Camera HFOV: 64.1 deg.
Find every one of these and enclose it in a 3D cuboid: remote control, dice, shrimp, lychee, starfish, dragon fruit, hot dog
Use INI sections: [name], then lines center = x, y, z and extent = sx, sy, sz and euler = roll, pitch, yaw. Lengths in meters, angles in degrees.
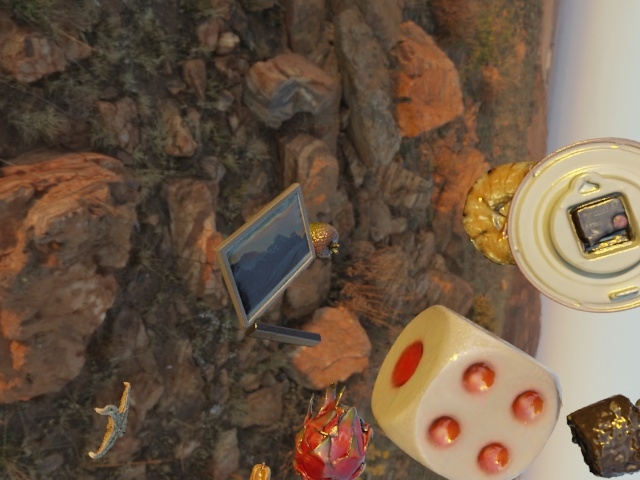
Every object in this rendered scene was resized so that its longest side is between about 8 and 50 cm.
[remote control]
center = -0.105, 0.279, 1.498
extent = 0.245, 0.063, 0.025
euler = 17, 43, -36
[dice]
center = 0.265, 0.289, 0.966
extent = 0.259, 0.251, 0.243
euler = -60, -171, 4
[shrimp]
center = 0.460, -0.050, 1.032
extent = 0.071, 0.364, 0.233
euler = 22, 81, -50
[lychee]
center = 0.000, 0.000, 1.574
extent = 0.114, 0.146, 0.114
euler = -39, 142, -39
[starfish]
center = -0.577, 0.504, 1.433
extent = 0.247, 0.050, 0.138
euler = -128, -143, -86
[dragon fruit]
center = 0.033, 0.503, 1.274
extent = 0.193, 0.192, 0.274
euler = -101, -151, -80
[hot dog]
center = -0.164, 0.651, 1.340
extent = 0.041, 0.056, 0.133
euler = 60, 40, -71

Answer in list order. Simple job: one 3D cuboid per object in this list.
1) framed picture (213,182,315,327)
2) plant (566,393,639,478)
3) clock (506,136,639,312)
[framed picture]
center = -0.100, 0.026, 1.041
extent = 0.265, 0.018, 0.192
euler = -47, 135, -42
[plant]
center = 0.631, 0.355, 0.993
extent = 0.147, 0.274, 0.149
euler = 64, 2, 17
[clock]
center = 0.389, -0.020, 0.713
extent = 0.056, 0.244, 0.245
euler = 2, 96, -71
